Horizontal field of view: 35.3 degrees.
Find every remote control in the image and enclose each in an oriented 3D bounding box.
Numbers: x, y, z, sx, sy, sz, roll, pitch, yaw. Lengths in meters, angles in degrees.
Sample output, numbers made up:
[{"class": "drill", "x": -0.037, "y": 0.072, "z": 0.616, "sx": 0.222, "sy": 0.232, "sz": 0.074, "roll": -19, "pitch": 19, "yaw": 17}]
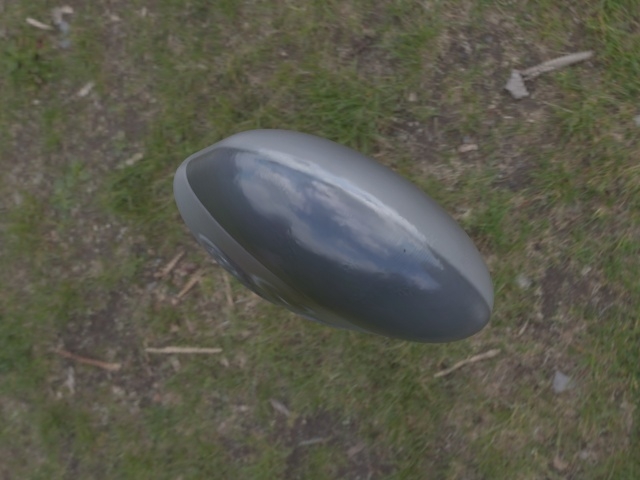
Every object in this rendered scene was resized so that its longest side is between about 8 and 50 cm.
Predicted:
[{"class": "remote control", "x": 0.000, "y": 0.000, "z": 0.744, "sx": 0.221, "sy": 0.332, "sz": 0.103, "roll": 32, "pitch": 78, "yaw": -15}]
